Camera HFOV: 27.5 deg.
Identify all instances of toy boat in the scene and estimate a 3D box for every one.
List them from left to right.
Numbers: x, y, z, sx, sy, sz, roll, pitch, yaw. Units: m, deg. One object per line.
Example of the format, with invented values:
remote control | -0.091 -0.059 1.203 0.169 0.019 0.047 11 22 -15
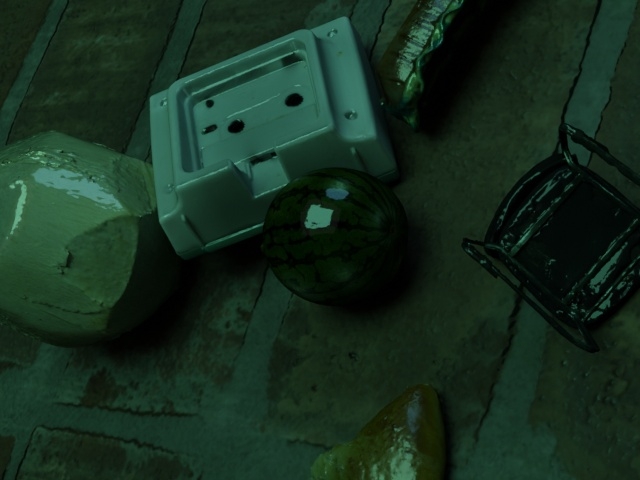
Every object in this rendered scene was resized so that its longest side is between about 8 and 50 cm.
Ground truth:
toy boat | 0.160 -0.248 1.382 0.099 0.108 0.293 40 87 14

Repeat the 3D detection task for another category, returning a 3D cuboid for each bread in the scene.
bread | 0.065 0.221 1.191 0.154 0.054 0.136 -43 46 16

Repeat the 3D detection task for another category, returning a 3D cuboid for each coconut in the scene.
coconut | -0.275 0.003 1.496 0.245 0.247 0.245 -164 90 -84

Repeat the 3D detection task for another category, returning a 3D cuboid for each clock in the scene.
clock | -0.066 -0.128 1.439 0.262 0.116 0.231 -20 49 9

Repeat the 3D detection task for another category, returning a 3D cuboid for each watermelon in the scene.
watermelon | 0.000 0.000 1.327 0.187 0.141 0.140 -13 56 39

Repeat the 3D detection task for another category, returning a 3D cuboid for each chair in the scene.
chair | 0.222 -0.003 1.163 0.145 0.221 0.140 41 94 5
